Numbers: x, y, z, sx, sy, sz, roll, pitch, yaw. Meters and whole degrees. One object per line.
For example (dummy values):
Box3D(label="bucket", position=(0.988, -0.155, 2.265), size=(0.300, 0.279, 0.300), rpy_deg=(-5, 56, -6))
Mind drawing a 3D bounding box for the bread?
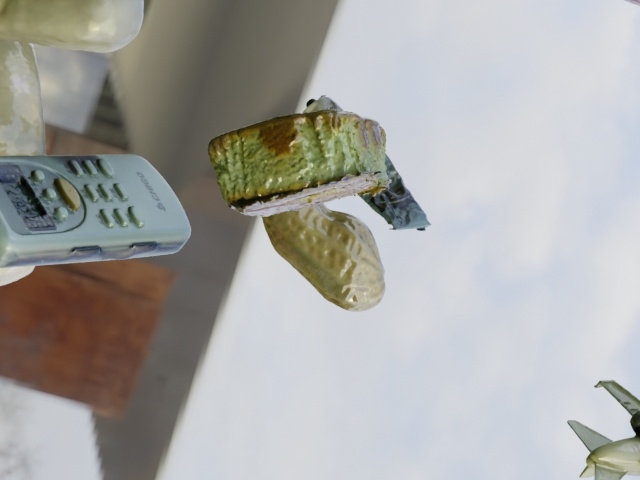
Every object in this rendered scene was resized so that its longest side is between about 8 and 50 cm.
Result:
Box3D(label="bread", position=(-0.014, -0.063, 1.458), size=(0.128, 0.140, 0.069), rpy_deg=(13, 65, -71))

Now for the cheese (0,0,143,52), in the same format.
Box3D(label="cheese", position=(-0.342, -0.369, 1.855), size=(0.129, 0.351, 0.328), rpy_deg=(31, 66, -71))

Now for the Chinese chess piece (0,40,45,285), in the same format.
Box3D(label="Chinese chess piece", position=(-0.424, -0.110, 2.116), size=(0.338, 0.140, 0.338), rpy_deg=(179, -90, -72))

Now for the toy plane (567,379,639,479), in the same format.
Box3D(label="toy plane", position=(0.448, 0.279, 2.257), size=(0.104, 0.256, 0.242), rpy_deg=(106, -26, -49))

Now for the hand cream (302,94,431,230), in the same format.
Box3D(label="hand cream", position=(0.052, -0.100, 2.323), size=(0.248, 0.075, 0.052), rpy_deg=(54, -33, 24))

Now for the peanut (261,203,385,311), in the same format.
Box3D(label="peanut", position=(0.000, 0.000, 1.945), size=(0.093, 0.194, 0.083), rpy_deg=(-38, -173, 39))

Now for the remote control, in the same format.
Box3D(label="remote control", position=(-0.271, -0.035, 1.931), size=(0.056, 0.296, 0.140), rpy_deg=(-48, -116, 32))

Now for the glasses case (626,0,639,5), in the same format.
Box3D(label="glasses case", position=(0.392, -0.330, 2.211), size=(0.073, 0.194, 0.049), rpy_deg=(42, -68, 44))
